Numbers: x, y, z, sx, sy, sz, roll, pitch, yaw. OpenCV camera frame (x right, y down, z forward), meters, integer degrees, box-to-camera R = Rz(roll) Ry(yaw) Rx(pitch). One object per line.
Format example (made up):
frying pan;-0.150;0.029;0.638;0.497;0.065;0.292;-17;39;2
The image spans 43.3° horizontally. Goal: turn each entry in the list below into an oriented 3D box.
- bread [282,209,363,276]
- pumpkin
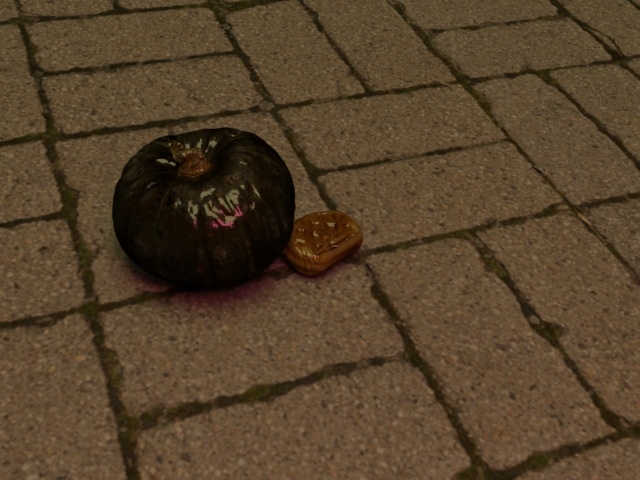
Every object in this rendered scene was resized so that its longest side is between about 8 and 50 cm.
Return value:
bread;0.000;0.000;1.011;0.083;0.044;0.110;35;48;31
pumpkin;-0.137;-0.045;0.957;0.223;0.157;0.224;-5;42;4
